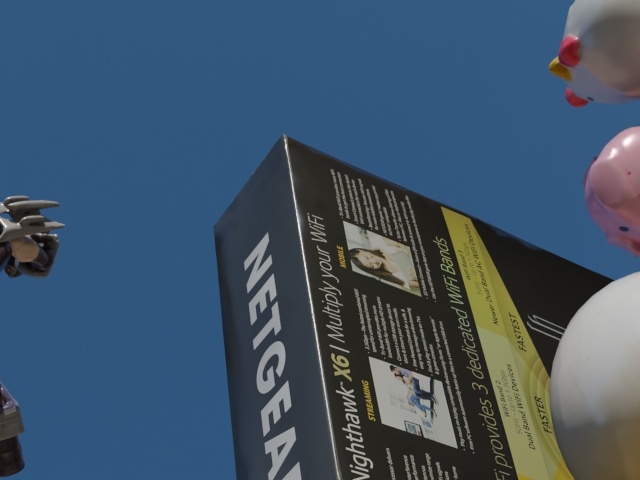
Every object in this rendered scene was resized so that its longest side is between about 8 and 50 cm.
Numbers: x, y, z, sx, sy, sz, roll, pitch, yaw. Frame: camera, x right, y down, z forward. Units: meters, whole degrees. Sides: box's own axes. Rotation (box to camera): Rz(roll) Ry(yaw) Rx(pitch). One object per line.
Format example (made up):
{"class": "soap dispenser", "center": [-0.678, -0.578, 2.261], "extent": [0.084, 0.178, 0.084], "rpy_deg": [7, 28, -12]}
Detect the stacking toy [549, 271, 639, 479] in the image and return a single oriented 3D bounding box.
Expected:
{"class": "stacking toy", "center": [0.204, 0.183, 0.501], "extent": [0.351, 0.480, 0.350], "rpy_deg": [-11, -52, -14]}

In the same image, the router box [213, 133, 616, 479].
{"class": "router box", "center": [0.077, 0.108, 0.724], "extent": [0.243, 0.309, 0.081], "rpy_deg": [23, -56, -26]}

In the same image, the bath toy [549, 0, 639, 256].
{"class": "bath toy", "center": [0.235, -0.022, 0.930], "extent": [0.151, 0.348, 0.129], "rpy_deg": [-1, -29, -32]}

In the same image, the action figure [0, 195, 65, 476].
{"class": "action figure", "center": [-0.291, 0.059, 1.122], "extent": [0.185, 0.099, 0.285], "rpy_deg": [-8, -54, -26]}
